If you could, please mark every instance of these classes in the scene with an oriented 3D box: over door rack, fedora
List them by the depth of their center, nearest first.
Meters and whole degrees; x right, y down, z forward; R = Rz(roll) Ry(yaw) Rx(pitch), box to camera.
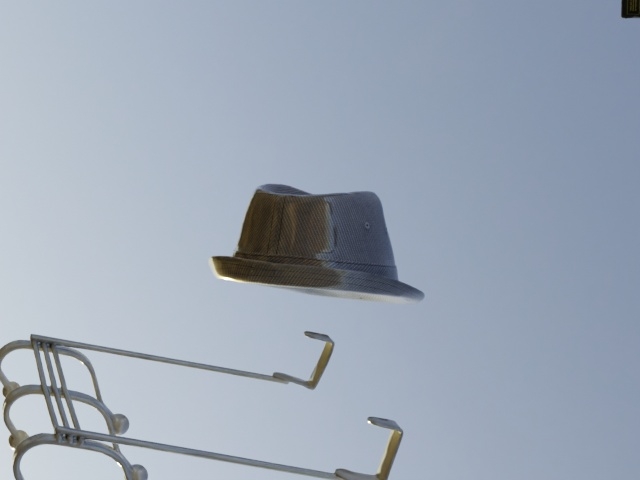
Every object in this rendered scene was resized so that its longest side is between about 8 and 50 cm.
[{"bbox_3d":[-0.117,0.168,1.229,0.239,0.324,0.108,-134,-133,-66],"label":"over door rack"},{"bbox_3d":[0.000,0.000,1.612,0.243,0.275,0.124,4,-94,34],"label":"fedora"}]

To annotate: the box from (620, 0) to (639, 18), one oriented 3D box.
[{"bbox_3d":[0.335,-0.298,1.155,0.159,0.044,0.233,6,-58,18],"label":"box"}]
